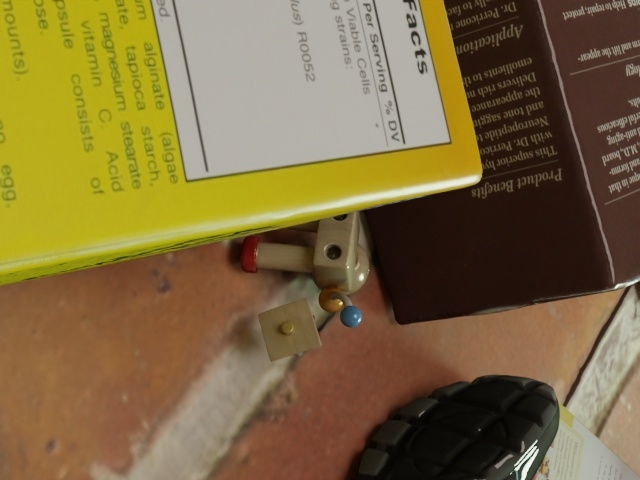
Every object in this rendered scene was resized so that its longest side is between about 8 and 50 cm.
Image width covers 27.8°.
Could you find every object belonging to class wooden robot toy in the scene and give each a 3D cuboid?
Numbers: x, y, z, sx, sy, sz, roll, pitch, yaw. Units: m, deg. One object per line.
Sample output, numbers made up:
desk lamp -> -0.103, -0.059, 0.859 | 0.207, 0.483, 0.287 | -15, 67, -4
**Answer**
wooden robot toy -> 0.000, 0.000, 0.762 | 0.079, 0.076, 0.173 | 67, 30, -65

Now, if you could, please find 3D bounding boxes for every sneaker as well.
sneaker -> 0.058, 0.182, 0.759 | 0.267, 0.101, 0.106 | -42, 123, -34

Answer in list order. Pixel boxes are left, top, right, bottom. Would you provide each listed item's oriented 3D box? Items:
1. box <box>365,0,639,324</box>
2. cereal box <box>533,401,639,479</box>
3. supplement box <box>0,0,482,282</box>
box -> 0.129, -0.073, 0.815 | 0.167, 0.168, 0.203 | -21, 96, -46
cereal box -> 0.174, 0.229, 0.883 | 0.240, 0.047, 0.173 | 43, 55, -32
supplement box -> -0.127, -0.081, 0.542 | 0.356, 0.195, 0.194 | -11, 89, -45
